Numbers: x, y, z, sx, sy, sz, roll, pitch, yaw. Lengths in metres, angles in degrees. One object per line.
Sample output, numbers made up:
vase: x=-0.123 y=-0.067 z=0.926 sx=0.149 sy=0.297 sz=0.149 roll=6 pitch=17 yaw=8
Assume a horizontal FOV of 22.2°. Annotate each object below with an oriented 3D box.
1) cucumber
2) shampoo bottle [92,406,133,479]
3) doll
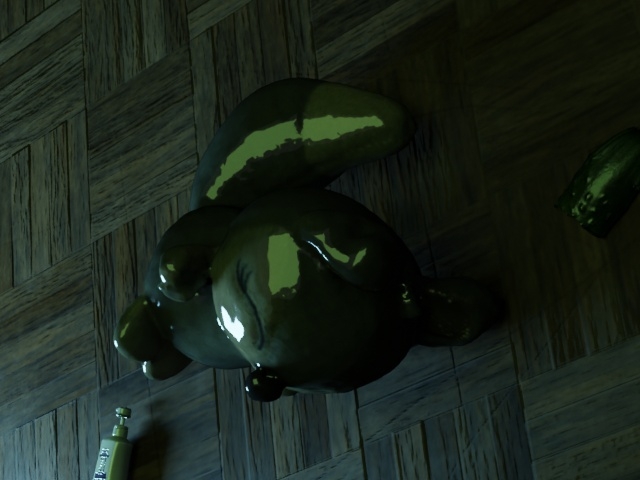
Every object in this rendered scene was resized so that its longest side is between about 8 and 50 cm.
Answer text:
cucumber: x=0.264 y=-0.062 z=1.518 sx=0.107 sy=0.035 sz=0.067 roll=-56 pitch=43 yaw=10
shampoo bottle: x=-0.240 y=0.262 z=1.890 sx=0.049 sy=0.034 sz=0.141 roll=-5 pitch=70 yaw=51
doll: x=-0.020 y=-0.016 z=1.636 sx=0.382 sy=0.252 sz=0.378 roll=-5 pitch=71 yaw=37
